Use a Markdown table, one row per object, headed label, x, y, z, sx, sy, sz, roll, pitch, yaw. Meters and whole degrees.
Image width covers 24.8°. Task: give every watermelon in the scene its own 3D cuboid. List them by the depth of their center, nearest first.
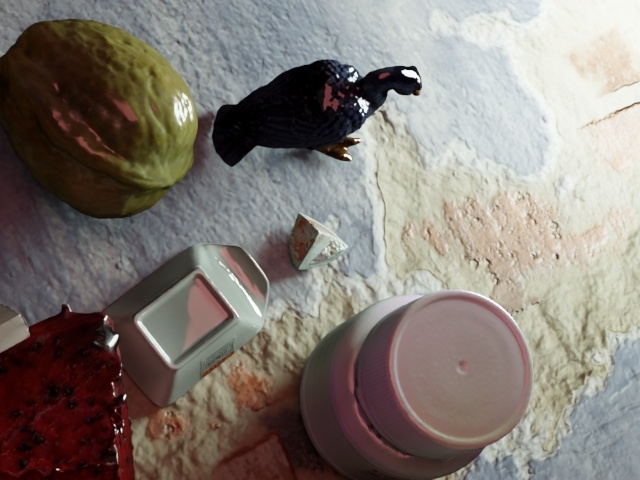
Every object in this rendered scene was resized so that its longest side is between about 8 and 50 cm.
| label | x | y | z | sx | sy | sz | roll | pitch | yaw |
| --- | --- | --- | --- | --- | --- | --- | --- | --- | --- |
| watermelon | 0.000 | 0.000 | 2.029 | 0.085 | 0.061 | 0.085 | 2 | 74 | -8 |

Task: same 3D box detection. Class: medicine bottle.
| label | x | y | z | sx | sy | sz | roll | pitch | yaw |
| --- | --- | --- | --- | --- | --- | --- | --- | --- | --- |
| medicine bottle | 0.123 | 0.190 | 1.888 | 0.241 | 0.302 | 0.241 | 5 | 74 | -18 |

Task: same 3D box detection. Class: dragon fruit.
| label | x | y | z | sx | sy | sz | roll | pitch | yaw |
| --- | --- | --- | --- | --- | --- | --- | --- | --- | --- |
| dragon fruit | -0.386 | 0.269 | 1.812 | 0.329 | 0.228 | 0.286 | -11 | 46 | -2 |

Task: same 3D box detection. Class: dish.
| label | x | y | z | sx | sy | sz | roll | pitch | yaw |
| --- | --- | --- | --- | --- | --- | --- | --- | --- | --- |
| dish | -0.168 | 0.095 | 1.945 | 0.234 | 0.064 | 0.154 | -39 | 89 | -25 |

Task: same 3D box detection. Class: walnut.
| label | x | y | z | sx | sy | sz | roll | pitch | yaw |
| --- | --- | --- | --- | --- | --- | --- | --- | --- | --- |
| walnut | -0.288 | -0.164 | 1.889 | 0.283 | 0.227 | 0.283 | 31 | 26 | -17 |

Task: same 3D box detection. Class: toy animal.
| label | x | y | z | sx | sy | sz | roll | pitch | yaw |
| --- | --- | --- | --- | --- | --- | --- | --- | --- | --- |
| toy animal | -0.006 | -0.180 | 2.014 | 0.298 | 0.185 | 0.122 | -8 | 82 | -2 |

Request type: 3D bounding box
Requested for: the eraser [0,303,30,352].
| label | x | y | z | sx | sy | sz | roll | pitch | yaw |
| --- | --- | --- | --- | --- | --- | --- | --- | --- | --- |
| eraser | -0.482 | 0.145 | 1.771 | 0.230 | 0.157 | 0.038 | -30 | 111 | -24 |
